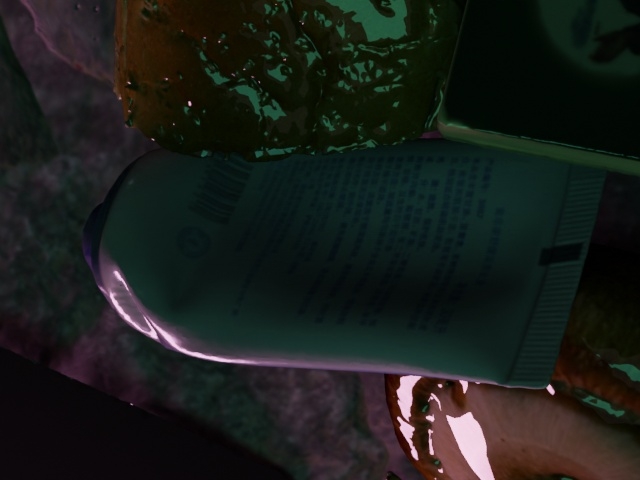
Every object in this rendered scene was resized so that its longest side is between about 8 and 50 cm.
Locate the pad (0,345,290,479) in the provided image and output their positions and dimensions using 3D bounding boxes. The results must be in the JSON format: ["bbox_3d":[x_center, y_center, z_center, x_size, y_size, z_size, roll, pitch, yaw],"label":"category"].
[{"bbox_3d":[-0.240,0.248,1.412,0.375,0.063,0.315,28,116,-13],"label":"pad"}]

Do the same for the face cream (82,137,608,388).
[{"bbox_3d":[0.000,0.000,1.128,0.420,0.235,0.137,0,141,29],"label":"face cream"}]

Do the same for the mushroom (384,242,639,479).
[{"bbox_3d":[0.203,0.166,1.131,0.345,0.260,0.345,20,141,17],"label":"mushroom"}]

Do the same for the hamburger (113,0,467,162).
[{"bbox_3d":[-0.018,-0.178,1.108,0.308,0.132,0.211,3,117,13],"label":"hamburger"}]

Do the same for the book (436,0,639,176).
[{"bbox_3d":[0.285,-0.156,1.003,0.371,0.043,0.260,12,75,12],"label":"book"}]

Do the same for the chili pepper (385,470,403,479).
[{"bbox_3d":[0.127,0.291,1.340,0.208,0.043,0.049,37,129,-5],"label":"chili pepper"}]
